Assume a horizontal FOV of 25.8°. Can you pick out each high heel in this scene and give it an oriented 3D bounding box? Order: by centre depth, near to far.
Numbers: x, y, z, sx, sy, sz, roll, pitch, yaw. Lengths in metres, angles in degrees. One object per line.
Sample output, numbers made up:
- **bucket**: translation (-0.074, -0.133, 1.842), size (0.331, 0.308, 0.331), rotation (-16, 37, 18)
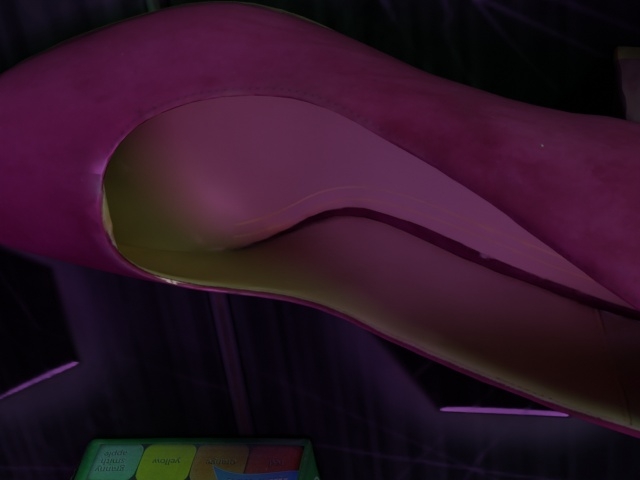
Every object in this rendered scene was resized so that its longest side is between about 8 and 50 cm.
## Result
- **high heel**: translation (0.000, 0.000, 0.528), size (0.377, 0.181, 0.127), rotation (-4, 128, 15)

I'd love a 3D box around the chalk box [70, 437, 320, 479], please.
- **chalk box**: translation (-0.068, 0.188, 0.736), size (0.132, 0.132, 0.213), rotation (0, 128, 14)
